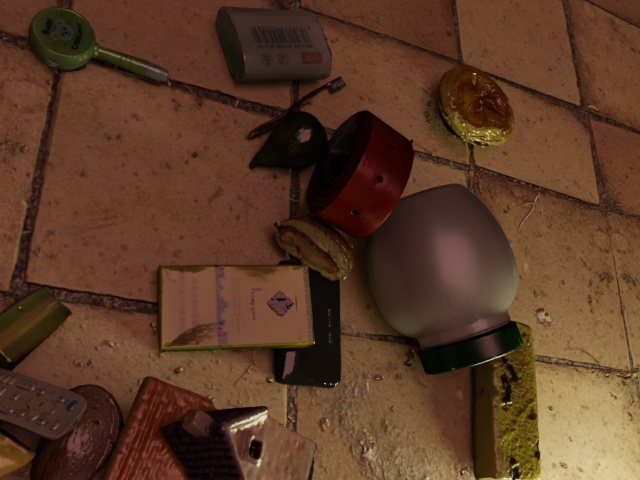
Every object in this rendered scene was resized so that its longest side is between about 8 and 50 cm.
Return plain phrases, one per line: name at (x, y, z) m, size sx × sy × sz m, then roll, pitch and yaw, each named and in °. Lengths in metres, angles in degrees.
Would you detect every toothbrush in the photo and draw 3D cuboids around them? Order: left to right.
toothbrush at (-0.048, -0.299, 1.455) m, size 0.321 × 0.023 × 0.031 m, roll -37°, pitch 88°, yaw -36°

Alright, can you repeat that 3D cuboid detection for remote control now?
remote control at (-0.429, 0.232, 0.926) m, size 0.073 × 0.229 × 0.044 m, roll -54°, pitch 144°, yaw -45°

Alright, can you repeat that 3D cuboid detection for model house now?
model house at (-0.174, 0.337, 0.951) m, size 0.237 × 0.237 × 0.202 m, roll 44°, pitch 52°, yaw -32°

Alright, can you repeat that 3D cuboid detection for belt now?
belt at (0.079, -0.143, 1.326) m, size 0.115 × 0.227 × 0.323 m, roll 33°, pitch 24°, yaw -18°

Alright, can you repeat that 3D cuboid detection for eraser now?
eraser at (-0.100, -0.435, 1.445) m, size 0.227 × 0.081 × 0.174 m, roll -11°, pitch 73°, yaw -32°

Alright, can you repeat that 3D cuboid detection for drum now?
drum at (-0.421, -0.376, 1.250) m, size 0.253 × 0.049 × 0.129 m, roll 0°, pitch 71°, yaw -30°

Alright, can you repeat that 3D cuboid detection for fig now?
fig at (-0.067, -0.196, 1.360) m, size 0.178 × 0.117 × 0.117 m, roll -30°, pitch 87°, yaw -25°

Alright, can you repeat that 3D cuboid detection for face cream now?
face cream at (0.259, 0.077, 1.350) m, size 0.313 × 0.219 × 0.356 m, roll -16°, pitch 82°, yaw -17°

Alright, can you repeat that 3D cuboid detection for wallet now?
wallet at (-0.021, 0.160, 1.273) m, size 0.149 × 0.044 × 0.250 m, roll 15°, pitch 63°, yaw -29°

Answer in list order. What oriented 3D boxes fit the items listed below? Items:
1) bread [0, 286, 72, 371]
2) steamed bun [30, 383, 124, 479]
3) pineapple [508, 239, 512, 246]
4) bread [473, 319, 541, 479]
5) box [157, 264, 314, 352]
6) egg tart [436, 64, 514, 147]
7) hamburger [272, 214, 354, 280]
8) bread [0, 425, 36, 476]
bread at (-0.451, 0.127, 1.008) m, size 0.074 × 0.084 × 0.139 m, roll 46°, pitch 54°, yaw -5°
steamed bun at (-0.353, 0.300, 0.958) m, size 0.106 × 0.145 × 0.175 m, roll 27°, pitch 64°, yaw -20°
pineapple at (0.440, 0.012, 1.616) m, size 0.083 × 0.019 × 0.045 m, roll -21°, pitch 85°, yaw -32°
bread at (0.405, 0.342, 1.425) m, size 0.138 × 0.077 × 0.361 m, roll 18°, pitch 62°, yaw -24°
box at (-0.152, 0.120, 1.184) m, size 0.279 × 0.041 × 0.153 m, roll 1°, pitch 70°, yaw -19°
egg tart at (0.389, -0.335, 1.676) m, size 0.241 × 0.106 × 0.240 m, roll 12°, pitch 62°, yaw -24°
hamburger at (-0.002, -0.005, 1.310) m, size 0.176 × 0.087 × 0.102 m, roll 29°, pitch 32°, yaw 6°
bread at (-0.522, 0.337, 0.837) m, size 0.163 × 0.168 × 0.264 m, roll 39°, pitch 59°, yaw -12°
